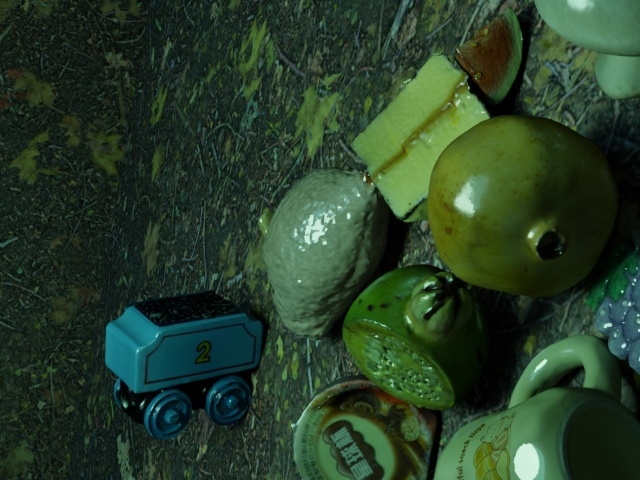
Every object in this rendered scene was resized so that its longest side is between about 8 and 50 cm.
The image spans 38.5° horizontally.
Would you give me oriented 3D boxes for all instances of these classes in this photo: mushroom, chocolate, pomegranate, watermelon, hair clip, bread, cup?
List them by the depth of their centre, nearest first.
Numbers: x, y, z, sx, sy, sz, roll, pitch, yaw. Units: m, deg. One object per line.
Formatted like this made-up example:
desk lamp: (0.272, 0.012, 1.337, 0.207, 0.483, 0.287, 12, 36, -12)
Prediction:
mushroom: (0.349, -0.257, 0.973, 0.243, 0.243, 0.244, -34, 50, 55)
hair clip: (0.350, 0.063, 0.995, 0.124, 0.052, 0.195, -56, 25, 23)
cup: (0.266, 0.236, 1.003, 0.173, 0.255, 0.202, 52, 143, 1)
pomegranate: (0.229, -0.042, 1.069, 0.233, 0.233, 0.233, -34, 50, 55)
pomegranate: (0.135, 0.099, 1.216, 0.189, 0.241, 0.159, 19, 58, 34)
watermelon: (0.231, -0.252, 1.293, 0.125, 0.094, 0.135, -34, 54, 43)
bread: (0.147, -0.159, 1.328, 0.240, 0.135, 0.178, -115, 26, -51)
chocolate: (0.063, 0.283, 1.353, 0.147, 0.221, 0.221, -90, 14, -85)

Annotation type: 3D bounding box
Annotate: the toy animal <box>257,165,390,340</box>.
toy animal: (0.003, -0.005, 1.539, 0.358, 0.188, 0.227, -54, 41, 39)

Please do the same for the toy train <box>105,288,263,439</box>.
toy train: (-0.271, 0.243, 1.868, 0.188, 0.300, 0.265, 25, 116, 49)
